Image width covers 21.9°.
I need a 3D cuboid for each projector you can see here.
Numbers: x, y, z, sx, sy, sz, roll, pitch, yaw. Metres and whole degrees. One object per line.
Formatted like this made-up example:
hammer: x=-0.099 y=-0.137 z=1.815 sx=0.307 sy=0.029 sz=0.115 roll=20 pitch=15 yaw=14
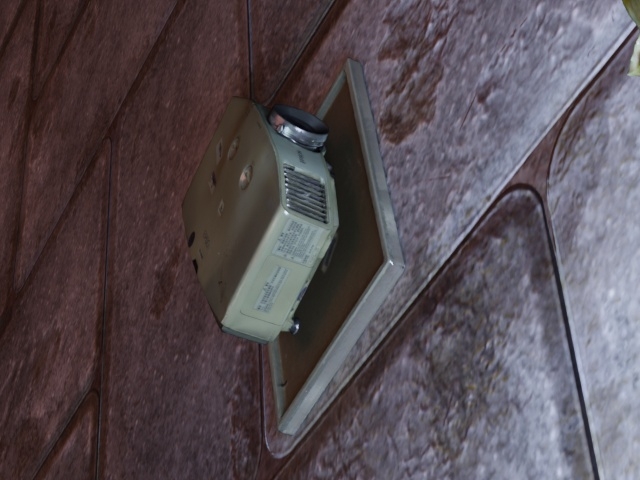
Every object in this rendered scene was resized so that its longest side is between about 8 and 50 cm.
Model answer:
projector: x=-0.055 y=-0.037 z=1.647 sx=0.193 sy=0.088 sz=0.269 roll=-63 pitch=24 yaw=20

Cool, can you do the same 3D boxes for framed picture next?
framed picture: x=0.000 y=0.000 z=1.634 sx=0.240 sy=0.020 sz=0.324 roll=-59 pitch=25 yaw=33

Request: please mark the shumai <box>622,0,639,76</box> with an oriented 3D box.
shumai: x=0.237 y=-0.169 z=0.941 sx=0.256 sy=0.189 sz=0.218 roll=156 pitch=129 yaw=-70
